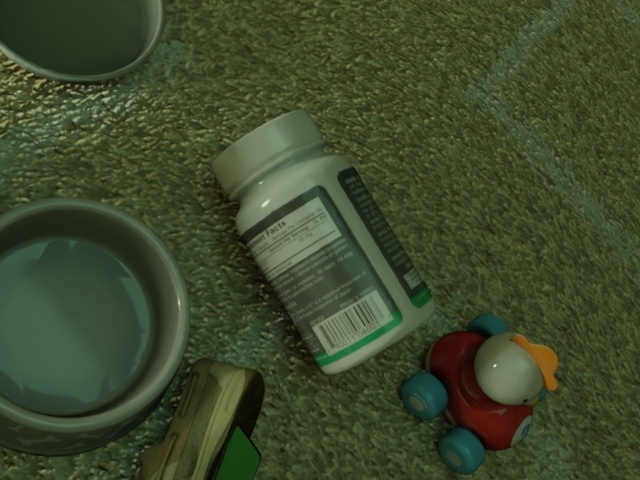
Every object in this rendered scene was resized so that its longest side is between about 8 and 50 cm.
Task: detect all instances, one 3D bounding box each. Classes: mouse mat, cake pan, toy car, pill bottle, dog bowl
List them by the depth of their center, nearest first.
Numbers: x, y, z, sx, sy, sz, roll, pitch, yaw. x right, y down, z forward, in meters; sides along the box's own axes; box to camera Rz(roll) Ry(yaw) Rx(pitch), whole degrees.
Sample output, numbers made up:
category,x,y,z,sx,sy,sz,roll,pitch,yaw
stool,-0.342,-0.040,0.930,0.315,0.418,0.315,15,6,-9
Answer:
category,x,y,z,sx,sy,sz,roll,pitch,yaw
dog bowl,-0.331,0.101,1.059,0.348,0.102,0.349,9,68,-24
mouse mat,-0.128,0.350,1.063,0.007,0.153,0.190,11,60,17
pill bottle,0.000,0.000,1.207,0.204,0.204,0.361,-29,88,-32
cake pan,-0.384,-0.363,1.223,0.293,0.054,0.293,9,68,-24
toy car,0.293,0.224,1.261,0.219,0.238,0.210,-34,90,-32

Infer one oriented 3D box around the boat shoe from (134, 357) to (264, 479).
category,x,y,z,sx,sy,sz,roll,pitch,yaw
boat shoe,-0.185,0.318,1.064,0.110,0.122,0.341,14,57,17
